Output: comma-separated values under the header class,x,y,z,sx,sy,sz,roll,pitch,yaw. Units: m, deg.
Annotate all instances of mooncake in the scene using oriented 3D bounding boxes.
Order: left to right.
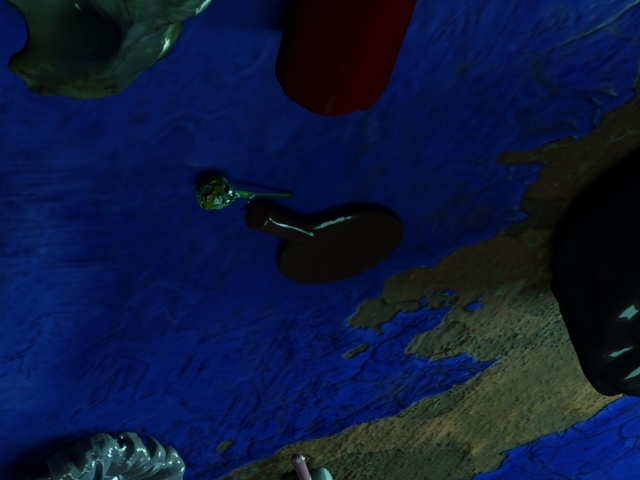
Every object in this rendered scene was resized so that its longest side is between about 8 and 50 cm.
class,x,y,z,sx,sy,sz,roll,pitch,yaw
mooncake,0.331,0.025,1.107,0.283,0.141,0.283,-15,149,-9

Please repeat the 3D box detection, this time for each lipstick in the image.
class,x,y,z,sx,sy,sz,roll,pitch,yaw
lipstick,0.032,-0.172,0.693,0.073,0.073,0.279,-8,150,-17

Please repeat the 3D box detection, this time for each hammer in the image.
class,x,y,z,sx,sy,sz,roll,pitch,yaw
hammer,-0.018,0.237,1.377,0.053,0.031,0.083,-20,144,-3

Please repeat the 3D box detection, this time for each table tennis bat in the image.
class,x,y,z,sx,sy,sz,roll,pitch,yaw
table tennis bat,0.000,0.000,1.008,0.098,0.019,0.155,-33,149,25

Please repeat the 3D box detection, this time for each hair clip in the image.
class,x,y,z,sx,sy,sz,roll,pitch,yaw
hair clip,-0.270,0.266,1.248,0.300,0.069,0.173,-24,149,9

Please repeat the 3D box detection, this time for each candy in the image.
class,x,y,z,sx,sy,sz,roll,pitch,yaw
candy,-0.050,-0.031,0.932,0.083,0.025,0.023,3,-172,-44

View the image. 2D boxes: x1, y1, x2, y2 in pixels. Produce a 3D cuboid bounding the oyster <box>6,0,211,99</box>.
class,x,y,z,sx,sy,sz,roll,pitch,yaw
oyster,-0.079,-0.159,0.585,0.198,0.133,0.337,-30,176,-35
